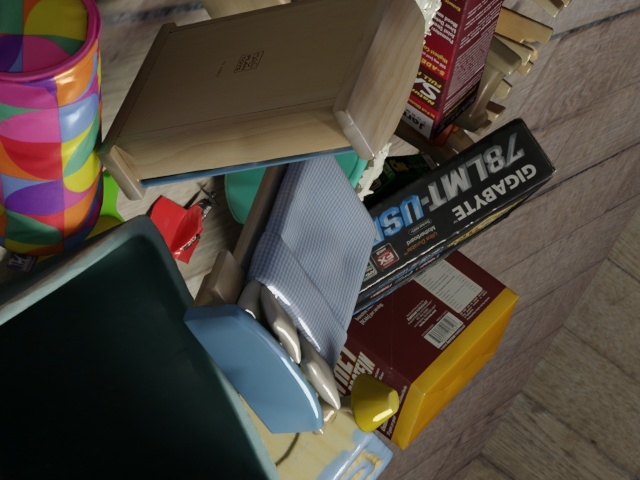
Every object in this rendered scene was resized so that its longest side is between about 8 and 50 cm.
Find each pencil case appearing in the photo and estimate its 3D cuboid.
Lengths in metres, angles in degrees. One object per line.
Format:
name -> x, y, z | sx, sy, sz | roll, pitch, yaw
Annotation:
pencil case -> -0.197, -0.079, 1.343 | 0.104, 0.104, 0.236 | -44, 161, -29

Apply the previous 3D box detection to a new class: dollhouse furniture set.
dollhouse furniture set -> 0.149, -0.207, 2.051 | 0.262, 0.135, 0.259 | -59, 174, 22
dollhouse furniture set -> 0.029, -0.051, 1.450 | 0.303, 0.198, 0.286 | 57, 39, -36

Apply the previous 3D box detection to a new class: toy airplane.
toy airplane -> -0.142, 0.014, 1.812 | 0.151, 0.028, 0.151 | -46, 161, -21

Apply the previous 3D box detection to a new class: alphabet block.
alphabet block -> -0.059, 0.239, 2.212 | 0.192, 0.197, 0.193 | -52, 164, -7

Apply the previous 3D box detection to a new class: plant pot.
plant pot -> -0.229, 0.161, 1.453 | 0.252, 0.248, 0.247 | -15, -165, 43

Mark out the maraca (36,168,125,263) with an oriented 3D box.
maraca -> -0.186, 0.026, 1.602 | 0.127, 0.099, 0.186 | -49, 142, -51

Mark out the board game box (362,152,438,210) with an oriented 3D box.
board game box -> 0.000, 0.000, 2.042 | 0.259, 0.030, 0.136 | -40, 166, 20

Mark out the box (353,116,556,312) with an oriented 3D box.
box -> 0.072, 0.006, 1.952 | 0.295, 0.073, 0.293 | -32, 173, -8

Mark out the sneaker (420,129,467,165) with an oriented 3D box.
sneaker -> 0.134, -0.110, 2.310 | 0.098, 0.038, 0.069 | -60, 164, -10

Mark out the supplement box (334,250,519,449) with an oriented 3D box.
supplement box -> 0.089, 0.099, 2.330 | 0.191, 0.194, 0.129 | -43, 161, -32

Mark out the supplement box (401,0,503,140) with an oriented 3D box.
supplement box -> 0.090, -0.212, 1.798 | 0.073, 0.130, 0.239 | -44, 161, -27

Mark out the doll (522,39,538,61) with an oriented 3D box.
doll -> 0.170, -0.177, 2.247 | 0.189, 0.046, 0.129 | -44, 153, -21

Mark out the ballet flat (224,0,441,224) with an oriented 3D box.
ballet flat -> 0.034, -0.152, 1.713 | 0.147, 0.147, 0.409 | -40, 165, -39
